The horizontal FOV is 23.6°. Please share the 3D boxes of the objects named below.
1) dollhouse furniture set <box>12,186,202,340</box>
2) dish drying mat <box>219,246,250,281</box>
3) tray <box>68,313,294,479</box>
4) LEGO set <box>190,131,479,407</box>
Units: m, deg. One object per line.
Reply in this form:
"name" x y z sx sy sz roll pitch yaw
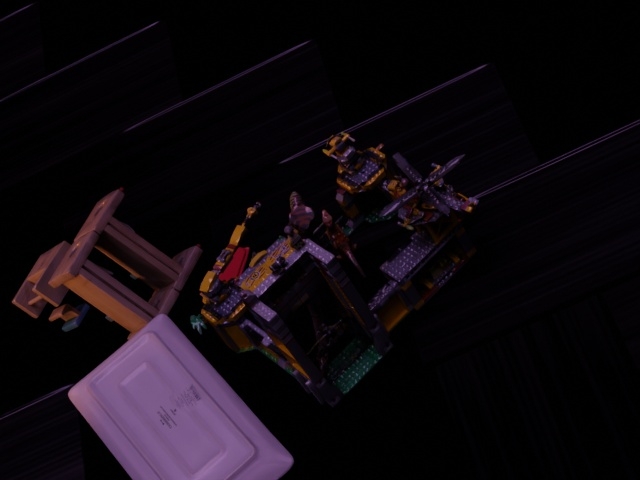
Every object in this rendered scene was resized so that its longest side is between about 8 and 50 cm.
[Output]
"dollhouse furniture set" -0.257 0.042 1.847 0.184 0.129 0.129 -23 34 56
"dish drying mat" -0.108 0.042 1.813 0.032 0.008 0.083 -6 50 28
"tray" -0.159 0.196 1.659 0.145 0.030 0.270 -40 53 -9
"LEGO set" 0.000 0.000 1.652 0.331 0.192 0.255 -39 43 -5
